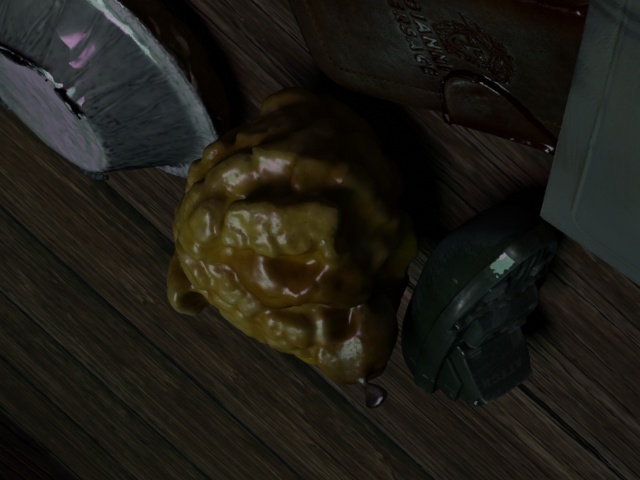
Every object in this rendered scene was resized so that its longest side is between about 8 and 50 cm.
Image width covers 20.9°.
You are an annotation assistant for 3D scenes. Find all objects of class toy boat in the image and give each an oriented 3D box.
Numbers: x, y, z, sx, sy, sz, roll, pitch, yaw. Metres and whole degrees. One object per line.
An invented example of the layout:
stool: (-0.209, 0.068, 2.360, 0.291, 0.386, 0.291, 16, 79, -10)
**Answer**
toy boat: (0.100, 0.042, 1.047, 0.085, 0.078, 0.260, 54, 165, 13)

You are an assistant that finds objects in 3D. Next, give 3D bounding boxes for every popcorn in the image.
popcorn: (-0.015, -0.006, 1.074, 0.163, 0.140, 0.194, 20, 150, 35)

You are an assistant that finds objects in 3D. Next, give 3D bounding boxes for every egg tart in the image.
egg tart: (-0.162, -0.117, 1.181, 0.234, 0.094, 0.234, 35, 161, 14)

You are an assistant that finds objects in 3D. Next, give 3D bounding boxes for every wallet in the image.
wallet: (0.079, -0.098, 0.870, 0.255, 0.031, 0.137, 24, 153, 39)

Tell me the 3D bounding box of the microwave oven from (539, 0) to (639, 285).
microwave oven: (0.182, -0.057, 0.631, 0.163, 0.129, 0.205, 38, 159, 16)
